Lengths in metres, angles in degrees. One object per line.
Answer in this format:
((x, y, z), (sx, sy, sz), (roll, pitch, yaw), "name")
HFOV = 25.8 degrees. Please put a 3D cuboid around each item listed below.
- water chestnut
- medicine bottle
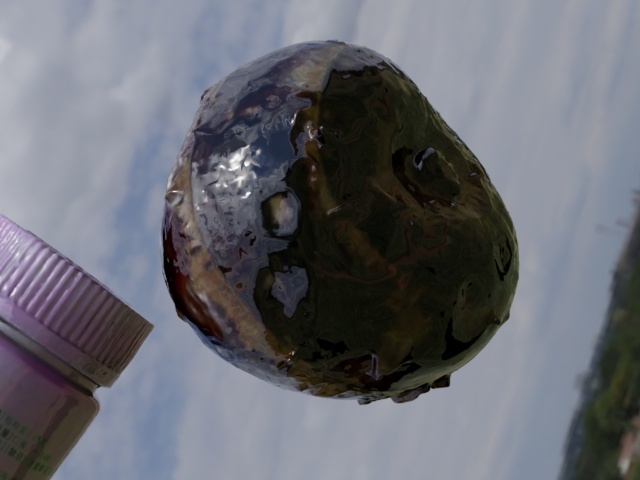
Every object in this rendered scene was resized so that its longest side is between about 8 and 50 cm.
((0.000, 0.000, 1.101), (0.300, 0.300, 0.300), (18, -90, -76), "water chestnut")
((-0.291, 0.139, 1.184), (0.291, 0.178, 0.178), (-55, -16, -7), "medicine bottle")
